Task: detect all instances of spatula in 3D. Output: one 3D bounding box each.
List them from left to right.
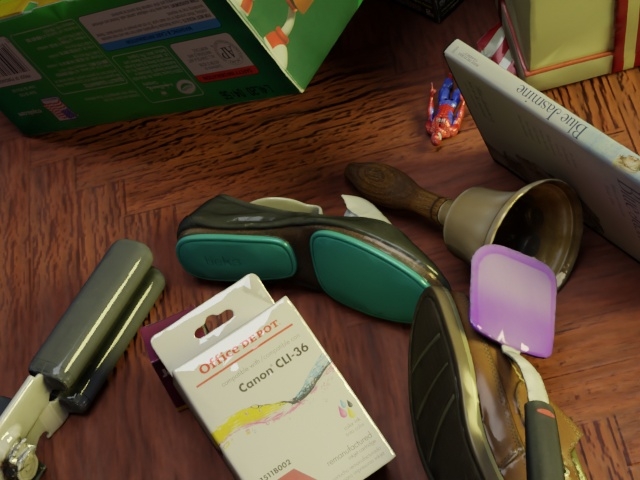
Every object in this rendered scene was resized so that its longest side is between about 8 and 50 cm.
[{"bbox_3d":[0.156,0.112,1.030,0.084,0.030,0.296,23,36,-18],"label":"spatula"}]

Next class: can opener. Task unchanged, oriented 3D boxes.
[{"bbox_3d":[-0.241,0.115,1.234,0.093,0.074,0.280,19,59,28],"label":"can opener"}]

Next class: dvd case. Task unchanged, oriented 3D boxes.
[{"bbox_3d":[0.219,-0.061,1.183,0.022,0.180,0.253,-45,54,-7],"label":"dvd case"}]

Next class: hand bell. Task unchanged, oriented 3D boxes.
[{"bbox_3d":[0.106,-0.031,1.255,0.126,0.126,0.242,-44,43,-20],"label":"hand bell"}]

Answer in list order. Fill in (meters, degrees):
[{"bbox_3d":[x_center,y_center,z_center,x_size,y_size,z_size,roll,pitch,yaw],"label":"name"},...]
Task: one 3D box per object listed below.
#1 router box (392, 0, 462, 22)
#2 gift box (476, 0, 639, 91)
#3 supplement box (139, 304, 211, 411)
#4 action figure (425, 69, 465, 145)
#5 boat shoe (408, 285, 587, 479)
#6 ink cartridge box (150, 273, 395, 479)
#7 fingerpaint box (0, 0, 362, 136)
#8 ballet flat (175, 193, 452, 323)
[{"bbox_3d":[0.111,-0.296,1.489,0.122,0.038,0.092,32,65,33],"label":"router box"},{"bbox_3d":[0.266,-0.280,1.304,0.255,0.258,0.276,-10,70,4],"label":"gift box"},{"bbox_3d":[-0.117,0.104,1.204,0.055,0.083,0.043,-23,50,-2],"label":"supplement box"},{"bbox_3d":[0.127,-0.139,1.369,0.038,0.030,0.115,9,57,15],"label":"action figure"},{"bbox_3d":[0.148,0.169,1.080,0.104,0.110,0.307,0,52,-17],"label":"boat shoe"},{"bbox_3d":[-0.044,0.128,1.120,0.115,0.067,0.198,-34,81,-12],"label":"ink cartridge box"},{"bbox_3d":[-0.123,-0.301,1.376,0.445,0.163,0.371,-3,47,45],"label":"fingerpaint box"},{"bbox_3d":[0.000,0.000,1.254,0.280,0.095,0.096,12,44,23],"label":"ballet flat"}]
